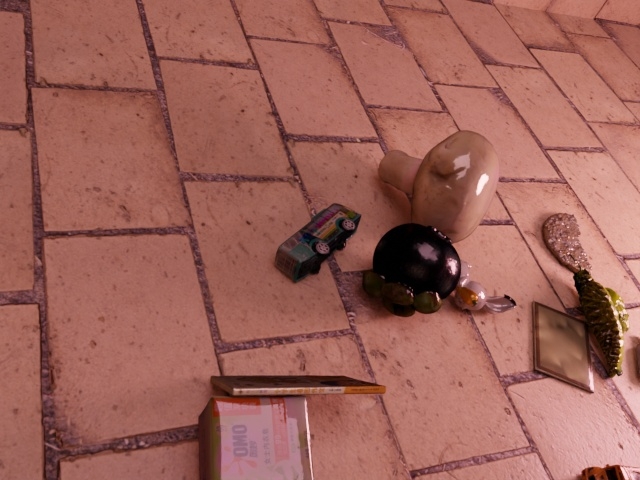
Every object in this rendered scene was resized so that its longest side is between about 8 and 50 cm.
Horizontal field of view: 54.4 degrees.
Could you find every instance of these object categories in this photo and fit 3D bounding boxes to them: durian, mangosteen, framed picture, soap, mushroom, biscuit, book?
[{"bbox_3d":[0.770,0.190,1.697,0.132,0.106,0.375,19,50,-30],"label":"durian"},{"bbox_3d":[0.223,0.072,1.505,0.243,0.243,0.243,12,47,-14],"label":"mangosteen"},{"bbox_3d":[0.634,0.275,1.636,0.173,0.010,0.231,23,46,-4],"label":"framed picture"},{"bbox_3d":[-0.117,0.385,1.105,0.182,0.138,0.199,3,61,-19],"label":"soap"},{"bbox_3d":[0.351,-0.141,1.703,0.315,0.356,0.315,-1,94,-11],"label":"mushroom"},{"bbox_3d":[0.746,-0.001,1.911,0.133,0.032,0.250,14,48,-11],"label":"biscuit"},{"bbox_3d":[-0.049,0.281,1.212,0.296,0.208,0.020,5,83,-21],"label":"book"}]

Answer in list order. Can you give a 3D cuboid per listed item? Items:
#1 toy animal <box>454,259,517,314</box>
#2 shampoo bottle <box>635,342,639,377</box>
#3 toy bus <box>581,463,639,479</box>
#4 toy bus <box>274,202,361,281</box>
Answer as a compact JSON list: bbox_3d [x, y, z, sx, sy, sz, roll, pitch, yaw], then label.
[{"bbox_3d":[0.398,0.130,1.588,0.127,0.131,0.181,-34,79,-18],"label":"toy animal"},{"bbox_3d":[0.895,0.318,1.692,0.080,0.040,0.165,22,47,-3],"label":"shampoo bottle"},{"bbox_3d":[0.679,0.541,1.368,0.195,0.088,0.083,11,49,-15],"label":"toy bus"},{"bbox_3d":[0.000,0.000,1.548,0.109,0.091,0.262,34,44,16],"label":"toy bus"}]
